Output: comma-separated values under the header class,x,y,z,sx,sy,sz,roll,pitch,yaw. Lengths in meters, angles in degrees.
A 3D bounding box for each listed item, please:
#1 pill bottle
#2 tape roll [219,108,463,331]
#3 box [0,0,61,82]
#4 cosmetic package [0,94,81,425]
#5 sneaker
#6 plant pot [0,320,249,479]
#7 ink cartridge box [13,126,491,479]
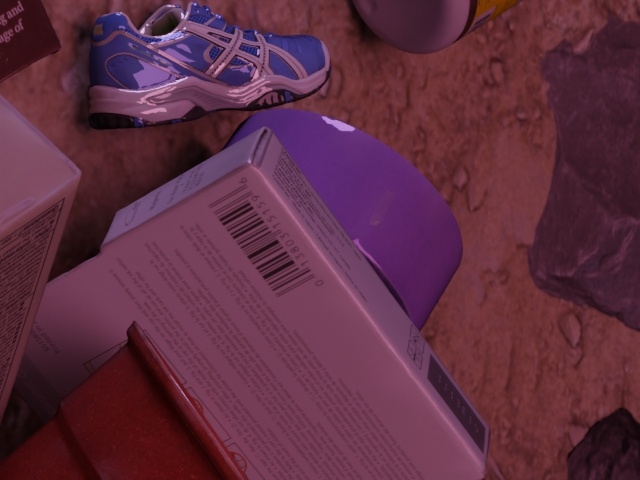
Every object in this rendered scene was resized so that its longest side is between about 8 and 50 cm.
class,x,y,z,sx,sy,sz,roll,pitch,yaw
pill bottle,0.127,-0.238,1.521,0.215,0.117,0.117,-34,113,-39
tape roll,0.000,0.000,1.347,0.189,0.189,0.080,51,58,-31
box,-0.324,-0.232,1.076,0.191,0.143,0.381,-38,116,-37
cosmetic package,-0.249,0.045,1.029,0.129,0.296,0.153,42,50,13
sneaker,-0.074,-0.130,1.353,0.211,0.080,0.081,-14,100,-44
plant pot,-0.140,0.232,1.123,0.265,0.272,0.272,-34,116,-6
ink cartridge box,-0.058,0.094,1.276,0.275,0.239,0.060,53,24,-20
